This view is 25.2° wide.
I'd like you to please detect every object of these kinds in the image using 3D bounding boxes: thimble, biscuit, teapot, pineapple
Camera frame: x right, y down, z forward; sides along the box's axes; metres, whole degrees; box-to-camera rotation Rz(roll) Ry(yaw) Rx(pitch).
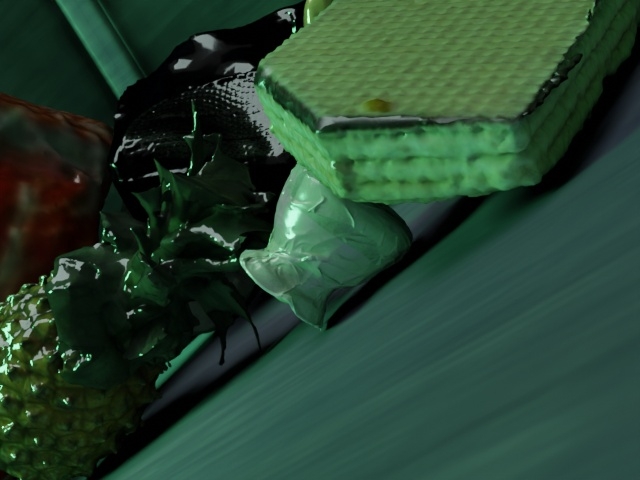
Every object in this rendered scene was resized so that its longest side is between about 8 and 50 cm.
[{"bbox_3d":[-0.298,0.039,1.017,0.350,0.231,0.350,-162,90,-73],"label":"thimble"},{"bbox_3d":[0.063,-0.084,0.643,0.150,0.052,0.252,-2,27,27],"label":"biscuit"},{"bbox_3d":[0.000,0.000,0.654,0.064,0.064,0.083,-50,9,7],"label":"teapot"},{"bbox_3d":[-0.103,0.041,0.761,0.251,0.125,0.125,-44,3,38],"label":"pineapple"}]

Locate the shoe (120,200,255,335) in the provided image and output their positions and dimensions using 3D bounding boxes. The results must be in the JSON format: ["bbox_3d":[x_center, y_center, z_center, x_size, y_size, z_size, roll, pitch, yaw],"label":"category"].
[{"bbox_3d":[-0.122,0.034,1.038,0.125,0.099,0.227,-60,16,12],"label":"shoe"}]

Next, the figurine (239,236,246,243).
[{"bbox_3d":[-0.038,-0.029,1.096,0.083,0.083,0.187,-42,-4,-2],"label":"figurine"}]

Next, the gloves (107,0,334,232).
[{"bbox_3d":[0.011,-0.102,0.907,0.301,0.152,0.197,-33,30,20],"label":"gloves"}]
